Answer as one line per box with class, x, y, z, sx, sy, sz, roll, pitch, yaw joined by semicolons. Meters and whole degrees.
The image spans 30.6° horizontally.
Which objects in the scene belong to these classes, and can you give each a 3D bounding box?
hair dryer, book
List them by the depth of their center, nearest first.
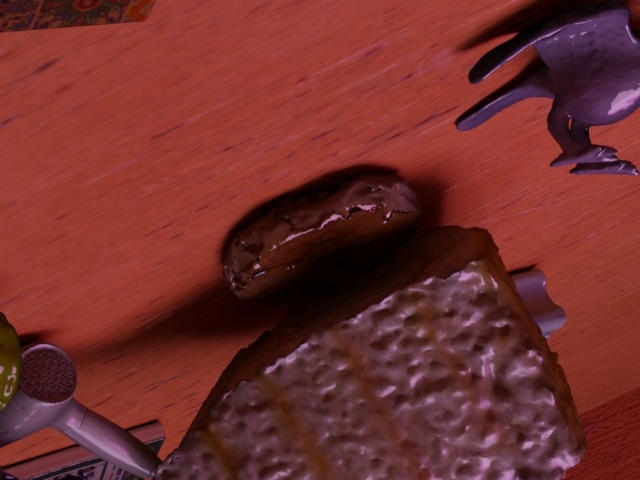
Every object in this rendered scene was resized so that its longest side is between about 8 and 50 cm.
hair dryer;-0.236;0.201;1.131;0.237;0.075;0.206;30;136;-22
book;-0.335;0.307;1.457;0.264;0.027;0.202;-14;155;-25

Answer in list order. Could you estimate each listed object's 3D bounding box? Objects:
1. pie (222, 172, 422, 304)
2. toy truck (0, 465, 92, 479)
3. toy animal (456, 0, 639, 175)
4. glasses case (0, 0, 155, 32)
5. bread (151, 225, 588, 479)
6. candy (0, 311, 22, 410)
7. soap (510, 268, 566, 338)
pie;0.000;0.000;1.077;0.195;0.046;0.195;-21;157;-9
toy truck;-0.352;0.251;0.995;0.177;0.178;0.363;-36;129;24
toy animal;0.233;-0.140;0.967;0.256;0.176;0.239;3;172;33
glasses case;-0.178;-0.136;0.554;0.218;0.049;0.075;-11;162;-31
bread;0.045;0.166;1.186;0.395;0.239;0.264;-30;-170;10
candy;-0.327;0.089;0.871;0.210;0.096;0.097;8;142;-45
soap;0.164;0.127;1.499;0.266;0.087;0.160;-11;156;-31
